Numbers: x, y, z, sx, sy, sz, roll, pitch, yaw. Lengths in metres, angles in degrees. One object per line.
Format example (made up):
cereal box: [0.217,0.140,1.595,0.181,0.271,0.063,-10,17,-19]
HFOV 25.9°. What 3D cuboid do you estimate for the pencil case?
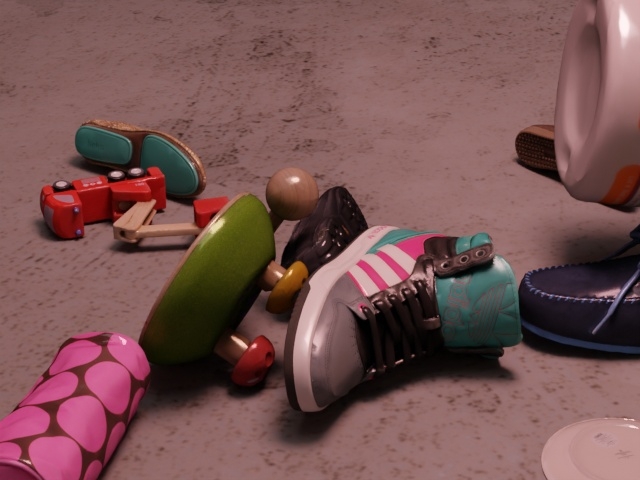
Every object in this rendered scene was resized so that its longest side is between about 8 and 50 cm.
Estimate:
pencil case: [-0.221,0.156,1.159,0.098,0.095,0.209,-7,23,21]

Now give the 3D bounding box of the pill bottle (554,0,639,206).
pill bottle: [0.446,-0.131,1.371,0.392,0.224,0.224,5,28,-4]

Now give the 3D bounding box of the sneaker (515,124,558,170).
sneaker: [0.320,-0.102,1.664,0.071,0.066,0.188,-19,34,-33]

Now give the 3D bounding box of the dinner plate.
dinner plate: [0.259,0.187,1.181,0.141,0.017,0.141,0,27,0]

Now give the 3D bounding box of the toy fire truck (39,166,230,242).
toy fire truck: [-0.205,-0.030,1.544,0.192,0.047,0.135,-11,32,-19]

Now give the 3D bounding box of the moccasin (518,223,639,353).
moccasin: [0.361,0.030,1.366,0.341,0.117,0.138,-3,28,-7]

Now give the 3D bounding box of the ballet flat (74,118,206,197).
ballet flat: [-0.202,-0.105,1.666,0.206,0.073,0.067,23,21,30]

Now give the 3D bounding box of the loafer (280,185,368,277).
loafer: [0.000,0.000,1.461,0.078,0.076,0.223,-29,11,17]

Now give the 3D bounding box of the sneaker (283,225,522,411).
sneaker: [0.093,0.073,1.290,0.178,0.124,0.295,2,26,23]

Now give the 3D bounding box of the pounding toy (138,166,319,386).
pounding toy: [-0.063,0.049,1.310,0.110,0.183,0.237,34,33,7]
